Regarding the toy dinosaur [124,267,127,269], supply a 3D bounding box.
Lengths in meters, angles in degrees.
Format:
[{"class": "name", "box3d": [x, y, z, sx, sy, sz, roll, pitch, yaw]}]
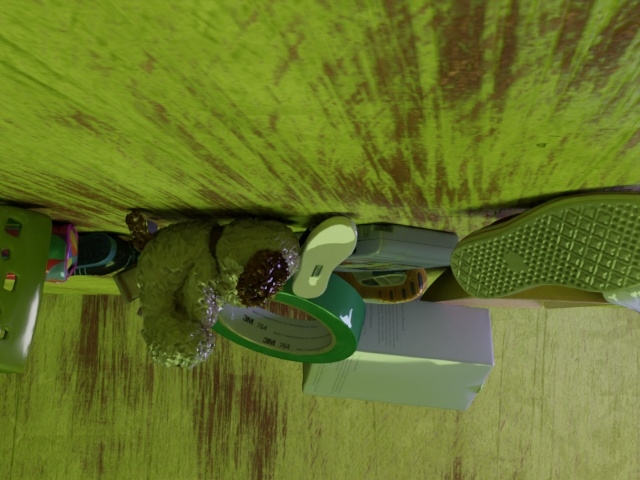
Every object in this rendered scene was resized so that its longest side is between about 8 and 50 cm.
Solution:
[{"class": "toy dinosaur", "box3d": [-0.395, 0.083, 2.132, 0.183, 0.053, 0.092, -4, 170, 40]}]

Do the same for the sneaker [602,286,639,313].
[{"class": "sneaker", "box3d": [0.718, 0.106, 1.791, 0.292, 0.108, 0.169, 7, 173, -39]}]

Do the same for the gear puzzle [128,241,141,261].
[{"class": "gear puzzle", "box3d": [-0.300, 0.033, 1.711, 0.338, 0.044, 0.175, 5, 173, -28]}]

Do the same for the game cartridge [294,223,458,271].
[{"class": "game cartridge", "box3d": [0.069, 0.017, 1.445, 0.196, 0.060, 0.294, 2, 175, -39]}]

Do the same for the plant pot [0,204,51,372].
[{"class": "plant pot", "box3d": [-0.522, 0.048, 1.179, 0.228, 0.227, 0.207, 0, 166, 25]}]

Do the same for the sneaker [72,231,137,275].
[{"class": "sneaker", "box3d": [-0.432, 0.032, 1.574, 0.232, 0.081, 0.090, -3, 165, 26]}]

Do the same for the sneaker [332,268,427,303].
[{"class": "sneaker", "box3d": [0.065, 0.086, 1.792, 0.296, 0.112, 0.131, 4, 178, 6]}]

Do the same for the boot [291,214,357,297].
[{"class": "boot", "box3d": [0.000, 0.000, 1.290, 0.069, 0.086, 0.190, 12, 143, -17]}]

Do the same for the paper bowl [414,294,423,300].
[{"class": "paper bowl", "box3d": [0.133, 0.152, 2.171, 0.284, 0.148, 0.284, 2, 173, 0]}]

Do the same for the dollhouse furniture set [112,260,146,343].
[{"class": "dollhouse furniture set", "box3d": [-0.241, 0.090, 1.588, 0.181, 0.161, 0.101, -21, -172, 24]}]

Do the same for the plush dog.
[{"class": "plush dog", "box3d": [-0.138, 0.030, 1.257, 0.225, 0.211, 0.262, -13, -161, 9]}]

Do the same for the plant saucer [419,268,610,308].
[{"class": "plant saucer", "box3d": [0.420, 0.100, 1.936, 0.332, 0.081, 0.332, 3, 174, -14]}]

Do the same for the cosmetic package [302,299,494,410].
[{"class": "cosmetic package", "box3d": [0.164, 0.243, 1.950, 0.384, 0.156, 0.217, 7, 141, -9]}]

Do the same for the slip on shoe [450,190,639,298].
[{"class": "slip on shoe", "box3d": [0.295, -0.001, 1.064, 0.101, 0.123, 0.331, -32, -172, -33]}]

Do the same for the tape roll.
[{"class": "tape roll", "box3d": [-0.077, 0.130, 1.688, 0.321, 0.077, 0.321, 13, 151, 7]}]

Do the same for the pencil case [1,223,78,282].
[{"class": "pencil case", "box3d": [-0.502, 0.017, 1.401, 0.236, 0.105, 0.104, 1, 173, -4]}]
